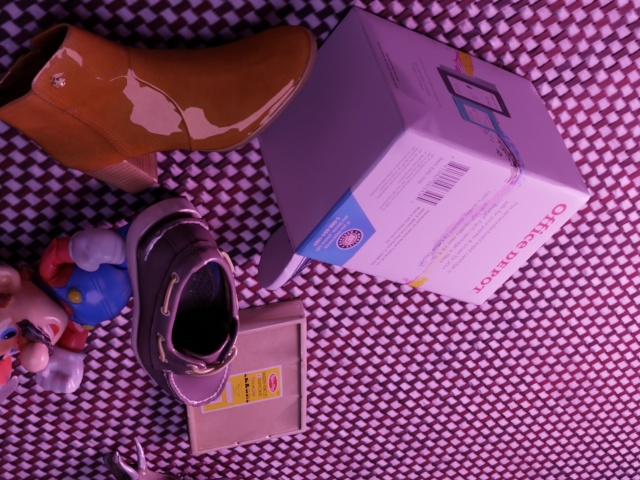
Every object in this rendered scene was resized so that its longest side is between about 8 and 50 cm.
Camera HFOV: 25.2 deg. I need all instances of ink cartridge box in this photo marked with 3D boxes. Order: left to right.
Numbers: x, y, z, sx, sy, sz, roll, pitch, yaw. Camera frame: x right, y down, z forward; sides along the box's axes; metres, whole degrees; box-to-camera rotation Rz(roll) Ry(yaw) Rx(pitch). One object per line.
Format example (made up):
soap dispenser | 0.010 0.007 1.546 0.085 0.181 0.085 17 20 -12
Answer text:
ink cartridge box | 0.109 -0.084 1.562 0.270 0.197 0.198 17 129 -35

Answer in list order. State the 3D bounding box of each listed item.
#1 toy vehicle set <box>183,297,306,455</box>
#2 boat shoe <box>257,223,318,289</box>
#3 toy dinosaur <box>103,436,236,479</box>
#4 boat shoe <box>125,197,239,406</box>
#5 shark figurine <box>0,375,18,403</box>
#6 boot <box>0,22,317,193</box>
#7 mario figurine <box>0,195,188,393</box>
toy vehicle set | -0.103 0.188 1.926 0.166 0.035 0.266 -10 140 -10
boat shoe | 0.000 0.000 1.722 0.083 0.065 0.183 14 130 -32
toy dinosaur | -0.179 0.388 2.068 0.314 0.121 0.160 14 144 -28
boat shoe | -0.143 0.094 1.600 0.117 0.096 0.324 -26 143 -21
shark figurine | -0.479 0.231 1.772 0.166 0.116 0.278 -39 139 22
boot | -0.171 -0.163 1.435 0.295 0.104 0.211 -32 140 22
mario figurine | -0.269 0.081 1.624 0.321 0.170 0.198 -23 107 -6
